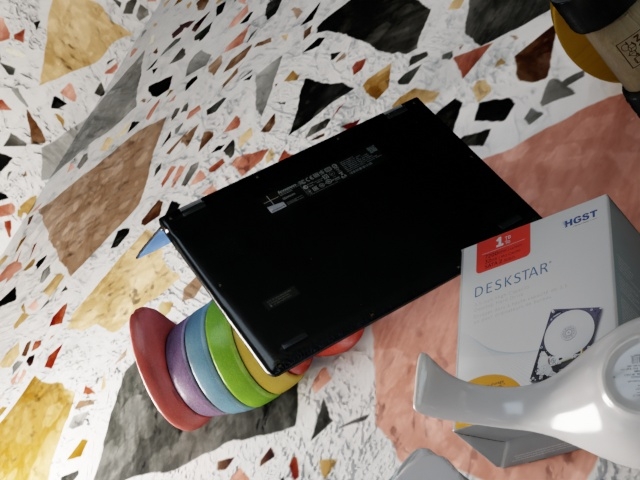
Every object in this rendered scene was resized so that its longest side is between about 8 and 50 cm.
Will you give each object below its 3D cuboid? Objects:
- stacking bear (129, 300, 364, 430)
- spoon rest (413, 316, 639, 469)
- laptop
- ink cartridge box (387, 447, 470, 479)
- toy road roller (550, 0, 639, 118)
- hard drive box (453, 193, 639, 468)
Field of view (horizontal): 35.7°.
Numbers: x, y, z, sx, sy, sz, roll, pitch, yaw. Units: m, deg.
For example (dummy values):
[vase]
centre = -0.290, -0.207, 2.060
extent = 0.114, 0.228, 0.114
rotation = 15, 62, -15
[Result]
[stacking bear]
centre = -0.076, 0.126, 1.294
extent = 0.289, 0.175, 0.164
rotation = -24, 60, 19
[spoon rest]
centre = 0.222, 0.128, 0.854
extent = 0.276, 0.084, 0.137
rotation = -5, 60, 29
[laptop]
centre = 0.000, 0.000, 1.293
extent = 0.382, 0.236, 0.408
rotation = -27, 55, -19
[ink cartridge box]
centre = 0.184, 0.322, 0.541
extent = 0.166, 0.395, 0.285
rotation = -50, 32, -1
[toy road roller]
centre = 0.415, -0.314, 1.120
extent = 0.330, 0.202, 0.240
rotation = -36, 24, 24
[hard drive box]
centre = 0.235, 0.092, 1.008
extent = 0.181, 0.089, 0.232
rotation = -24, 40, 33
